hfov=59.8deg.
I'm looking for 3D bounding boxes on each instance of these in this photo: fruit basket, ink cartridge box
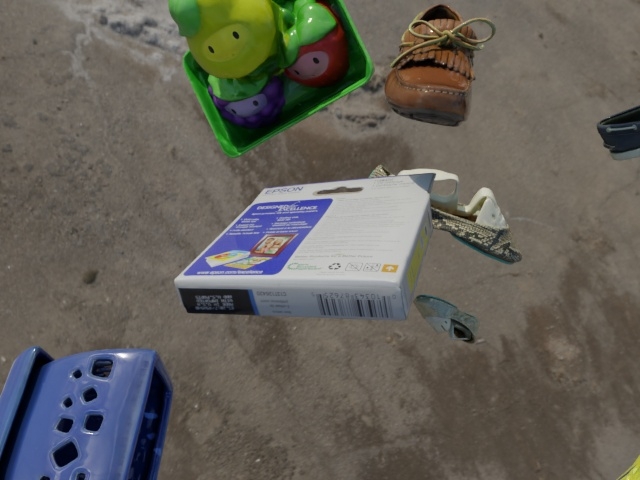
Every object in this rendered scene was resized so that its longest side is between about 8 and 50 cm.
[{"bbox_3d":[-0.112,-0.351,1.059,0.392,0.392,0.282,-26,92,-32],"label":"fruit basket"},{"bbox_3d":[0.000,0.000,0.803,0.304,0.072,0.307,-2,26,22],"label":"ink cartridge box"}]

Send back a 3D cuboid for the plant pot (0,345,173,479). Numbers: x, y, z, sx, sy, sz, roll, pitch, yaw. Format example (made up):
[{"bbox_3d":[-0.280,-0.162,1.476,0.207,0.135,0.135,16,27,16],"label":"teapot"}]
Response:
[{"bbox_3d":[-0.359,0.293,0.841,0.212,0.236,0.235,7,61,-2],"label":"plant pot"}]

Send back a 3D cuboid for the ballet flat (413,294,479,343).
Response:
[{"bbox_3d":[0.220,0.139,0.952,0.168,0.057,0.052,25,62,-35],"label":"ballet flat"}]

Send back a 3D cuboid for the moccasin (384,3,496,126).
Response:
[{"bbox_3d":[0.186,-0.287,0.868,0.139,0.146,0.380,16,36,8],"label":"moccasin"}]

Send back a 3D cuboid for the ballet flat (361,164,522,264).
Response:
[{"bbox_3d":[0.351,-0.085,1.504,0.484,0.181,0.164,19,24,-2],"label":"ballet flat"}]

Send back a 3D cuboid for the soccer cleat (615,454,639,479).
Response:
[{"bbox_3d":[0.621,0.469,1.075,0.289,0.093,0.121,-48,132,-2],"label":"soccer cleat"}]

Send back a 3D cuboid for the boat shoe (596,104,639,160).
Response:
[{"bbox_3d":[0.573,-0.209,0.877,0.079,0.255,0.095,50,51,-17],"label":"boat shoe"}]
